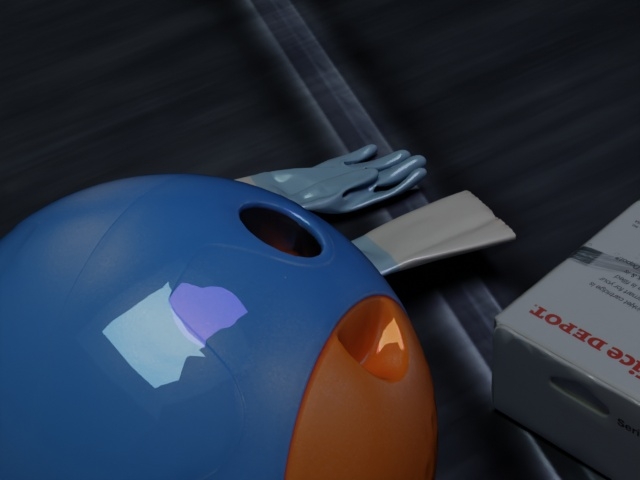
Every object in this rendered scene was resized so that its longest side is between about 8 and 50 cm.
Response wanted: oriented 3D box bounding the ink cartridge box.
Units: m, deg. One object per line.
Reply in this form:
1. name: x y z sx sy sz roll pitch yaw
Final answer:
1. ink cartridge box: 0.232 0.062 1.050 0.153 0.087 0.208 31 50 34

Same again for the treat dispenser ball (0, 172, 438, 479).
1. treat dispenser ball: -0.080 0.107 0.867 0.288 0.288 0.288 -2 40 2

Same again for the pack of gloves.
1. pack of gloves: 0.000 0.000 1.194 0.232 0.046 0.195 -15 30 -17
